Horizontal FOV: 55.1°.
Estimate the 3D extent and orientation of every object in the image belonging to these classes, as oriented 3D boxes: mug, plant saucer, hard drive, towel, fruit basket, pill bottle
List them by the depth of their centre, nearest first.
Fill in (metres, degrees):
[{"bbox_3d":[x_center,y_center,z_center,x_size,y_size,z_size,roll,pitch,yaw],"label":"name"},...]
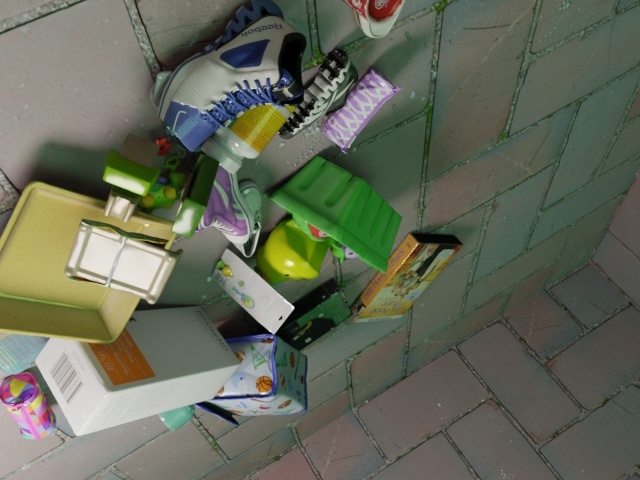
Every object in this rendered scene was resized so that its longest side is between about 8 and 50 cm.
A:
[{"bbox_3d":[0.065,-0.484,1.107,0.113,0.169,0.150,-40,150,7],"label":"mug"},{"bbox_3d":[-0.145,-0.242,1.245,0.208,0.117,0.117,-50,148,4],"label":"pill bottle"},{"bbox_3d":[-0.511,0.045,1.265,0.333,0.081,0.332,19,108,-45],"label":"plant saucer"},{"bbox_3d":[-0.657,0.159,1.380,0.271,0.040,0.370,-28,148,-16],"label":"towel"},{"bbox_3d":[0.000,0.000,1.642,0.392,0.283,0.392,-34,141,-33],"label":"fruit basket"},{"bbox_3d":[-0.473,0.531,1.985,0.097,0.129,0.157,-36,149,-7],"label":"mug"},{"bbox_3d":[-0.057,0.289,2.143,0.339,0.064,0.237,-33,150,-4],"label":"hard drive"}]

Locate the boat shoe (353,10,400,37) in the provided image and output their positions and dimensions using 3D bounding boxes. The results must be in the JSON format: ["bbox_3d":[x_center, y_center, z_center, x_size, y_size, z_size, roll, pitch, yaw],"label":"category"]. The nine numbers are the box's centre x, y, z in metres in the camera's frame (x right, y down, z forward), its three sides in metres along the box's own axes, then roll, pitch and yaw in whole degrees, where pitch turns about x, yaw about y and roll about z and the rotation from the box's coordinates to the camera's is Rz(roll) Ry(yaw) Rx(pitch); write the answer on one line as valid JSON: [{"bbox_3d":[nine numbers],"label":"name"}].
[{"bbox_3d":[0.144,-0.523,1.199,0.113,0.103,0.302,-21,146,-25],"label":"boat shoe"}]

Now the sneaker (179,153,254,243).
[{"bbox_3d":[-0.245,-0.054,1.389,0.161,0.102,0.282,-62,153,-32],"label":"sneaker"}]

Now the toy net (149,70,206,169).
[{"bbox_3d":[-0.292,-0.242,1.202,0.122,0.045,0.232,-28,147,-10],"label":"toy net"}]

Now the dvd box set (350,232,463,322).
[{"bbox_3d":[0.322,0.145,2.332,0.308,0.062,0.420,3,131,-47],"label":"dvd box set"}]

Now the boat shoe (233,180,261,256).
[{"bbox_3d":[-0.177,-0.050,1.545,0.083,0.075,0.226,-22,147,-23],"label":"boat shoe"}]

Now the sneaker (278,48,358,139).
[{"bbox_3d":[0.002,-0.308,1.373,0.234,0.078,0.106,-48,145,15],"label":"sneaker"}]

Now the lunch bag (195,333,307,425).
[{"bbox_3d":[-0.267,0.450,1.952,0.386,0.238,0.328,-6,154,14],"label":"lunch bag"}]

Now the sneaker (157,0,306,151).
[{"bbox_3d":[-0.138,-0.285,1.113,0.315,0.182,0.127,-49,151,0],"label":"sneaker"}]

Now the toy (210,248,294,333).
[{"bbox_3d":[-0.177,0.128,1.653,0.056,0.237,0.137,-48,175,-48],"label":"toy"}]

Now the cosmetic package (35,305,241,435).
[{"bbox_3d":[-0.443,0.310,1.561,0.161,0.230,0.453,-50,156,20],"label":"cosmetic package"}]

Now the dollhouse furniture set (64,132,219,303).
[{"bbox_3d":[-0.353,-0.042,1.204,0.198,0.151,0.301,22,126,-17],"label":"dollhouse furniture set"}]

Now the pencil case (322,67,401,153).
[{"bbox_3d":[0.092,-0.308,1.455,0.206,0.088,0.086,-50,149,20],"label":"pencil case"}]

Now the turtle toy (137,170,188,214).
[{"bbox_3d":[-0.341,-0.106,1.311,0.130,0.066,0.095,-23,173,-22],"label":"turtle toy"}]

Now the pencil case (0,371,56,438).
[{"bbox_3d":[-0.760,0.436,1.596,0.104,0.104,0.236,-23,148,-22],"label":"pencil case"}]
